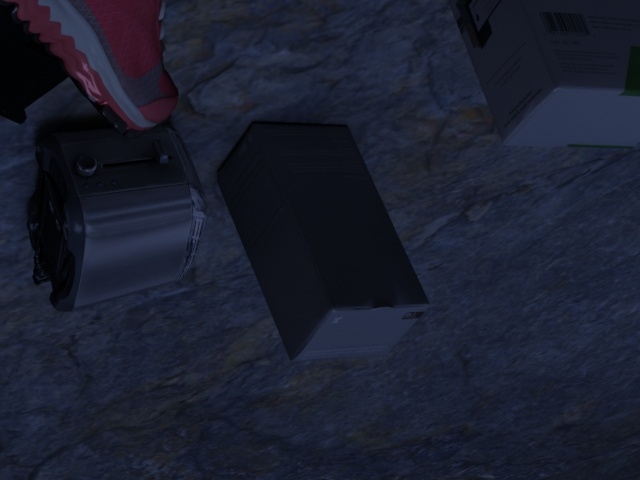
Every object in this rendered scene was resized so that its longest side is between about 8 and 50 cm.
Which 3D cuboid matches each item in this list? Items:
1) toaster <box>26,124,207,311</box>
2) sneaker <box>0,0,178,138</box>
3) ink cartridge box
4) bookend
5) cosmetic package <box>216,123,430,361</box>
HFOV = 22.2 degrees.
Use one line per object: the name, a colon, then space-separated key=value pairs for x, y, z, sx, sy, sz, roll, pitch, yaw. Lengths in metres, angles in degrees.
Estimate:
toaster: x=-0.202 y=-0.020 z=1.604 sx=0.146 sy=0.129 sz=0.227 roll=-11 pitch=150 yaw=-21
sneaker: x=-0.154 y=-0.184 z=1.216 sx=0.136 sy=0.116 sz=0.314 roll=-39 pitch=153 yaw=-1
ink cartridge box: x=0.211 y=-0.199 z=1.460 sx=0.160 sy=0.219 sz=0.092 roll=0 pitch=150 yaw=-32
bookend: x=-0.250 y=-0.186 z=1.330 sx=0.157 sy=0.072 sz=0.156 roll=-33 pitch=151 yaw=21
cosmetic package: x=0.000 y=0.000 z=1.652 sx=0.127 sy=0.238 sz=0.107 roll=1 pitch=146 yaw=-34
